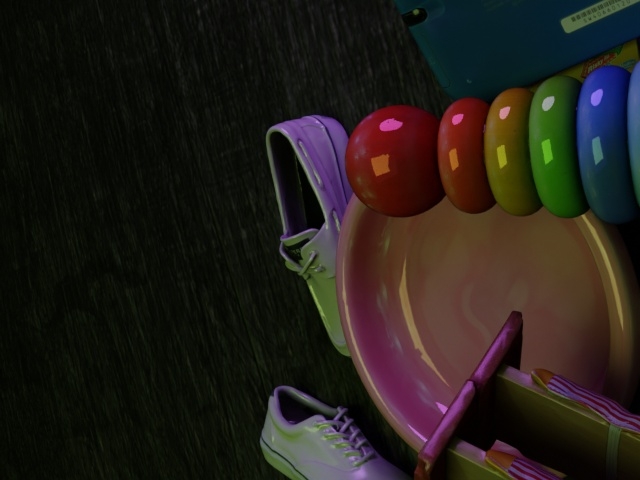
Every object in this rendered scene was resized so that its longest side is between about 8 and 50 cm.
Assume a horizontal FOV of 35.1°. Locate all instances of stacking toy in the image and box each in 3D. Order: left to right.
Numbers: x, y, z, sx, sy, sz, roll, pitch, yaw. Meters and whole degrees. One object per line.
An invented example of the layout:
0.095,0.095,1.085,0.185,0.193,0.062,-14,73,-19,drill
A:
0.173,-0.063,0.749,0.330,0.141,0.141,-5,97,26,stacking toy

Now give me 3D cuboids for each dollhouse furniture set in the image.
0.196,0.255,0.815,0.201,0.152,0.374,25,145,25,dollhouse furniture set

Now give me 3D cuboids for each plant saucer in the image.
0.154,0.056,0.926,0.332,0.084,0.332,16,112,45,plant saucer

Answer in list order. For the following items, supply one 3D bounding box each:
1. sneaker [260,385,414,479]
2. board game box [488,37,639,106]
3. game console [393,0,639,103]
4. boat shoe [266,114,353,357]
0.017,0.235,1.116,0.258,0.094,0.091,17,117,45,sneaker
0.182,-0.151,0.821,0.154,0.026,0.103,-17,61,31,board game box
0.187,-0.286,0.774,0.293,0.173,0.250,-22,112,29,game console
0.000,0.000,1.078,0.096,0.088,0.267,-4,97,48,boat shoe
